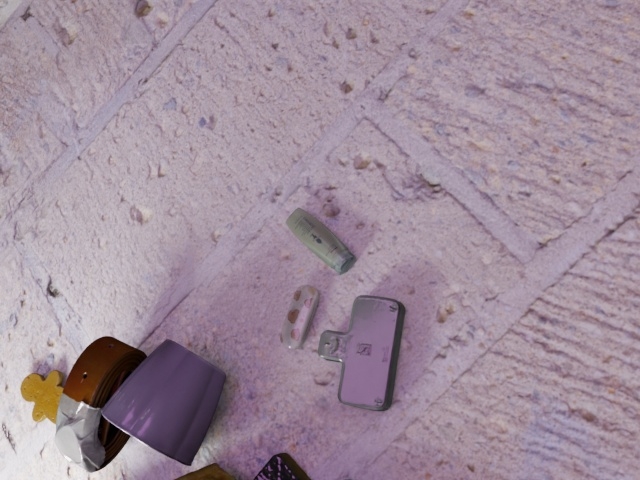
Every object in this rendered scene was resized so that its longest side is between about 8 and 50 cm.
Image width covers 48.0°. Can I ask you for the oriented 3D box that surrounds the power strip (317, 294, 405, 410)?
[{"bbox_3d":[0.091,0.261,1.713,0.193,0.059,0.265,6,78,22],"label":"power strip"}]

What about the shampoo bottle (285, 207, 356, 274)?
[{"bbox_3d":[0.000,0.000,1.834,0.212,0.049,0.072,41,91,28],"label":"shampoo bottle"}]

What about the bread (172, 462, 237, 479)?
[{"bbox_3d":[-0.305,0.646,1.667,0.238,0.252,0.196,31,110,34],"label":"bread"}]

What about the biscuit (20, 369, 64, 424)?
[{"bbox_3d":[-0.775,0.457,2.080,0.240,0.035,0.158,22,84,28],"label":"biscuit"}]

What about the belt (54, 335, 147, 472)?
[{"bbox_3d":[-0.570,0.430,1.887,0.122,0.217,0.339,19,91,28],"label":"belt"}]

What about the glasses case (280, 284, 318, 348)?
[{"bbox_3d":[-0.053,0.192,1.810,0.063,0.041,0.164,17,83,28],"label":"glasses case"}]

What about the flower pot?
[{"bbox_3d":[-0.368,0.394,1.799,0.265,0.265,0.243,26,73,28],"label":"flower pot"}]

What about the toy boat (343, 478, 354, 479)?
[{"bbox_3d":[0.113,0.666,1.563,0.145,0.133,0.332,-43,52,14],"label":"toy boat"}]

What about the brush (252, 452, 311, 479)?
[{"bbox_3d":[-0.072,0.609,1.694,0.197,0.059,0.123,42,98,29],"label":"brush"}]
